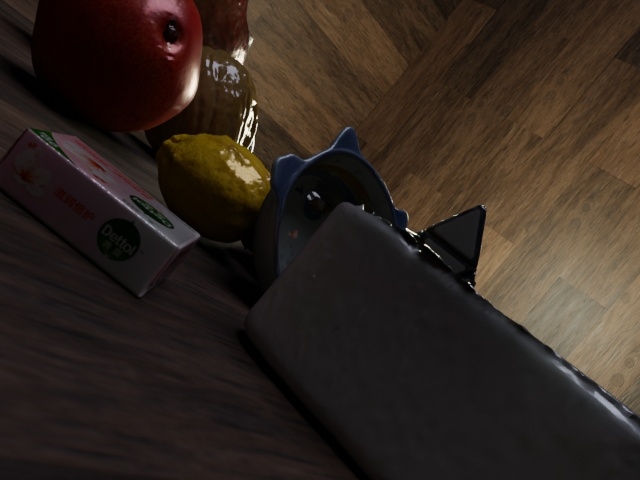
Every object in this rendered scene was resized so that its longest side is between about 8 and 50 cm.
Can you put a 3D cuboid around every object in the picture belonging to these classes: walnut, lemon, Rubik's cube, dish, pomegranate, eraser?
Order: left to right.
[{"bbox_3d":[-0.272,-0.250,0.869,0.221,0.221,0.256,37,-22,-30],"label":"pomegranate"},{"bbox_3d":[-0.202,-0.212,1.105,0.213,0.213,0.213,39,3,-3],"label":"walnut"},{"bbox_3d":[-0.120,-0.062,0.741,0.155,0.114,0.114,35,3,8],"label":"lemon"},{"bbox_3d":[0.000,0.000,0.724,0.086,0.228,0.236,3,-61,41],"label":"dish"},{"bbox_3d":[0.179,0.094,1.111,0.229,0.233,0.228,58,-22,-15],"label":"Rubik's cube"},{"bbox_3d":[0.128,0.142,0.497,0.331,0.150,0.331,39,1,-1],"label":"eraser"}]

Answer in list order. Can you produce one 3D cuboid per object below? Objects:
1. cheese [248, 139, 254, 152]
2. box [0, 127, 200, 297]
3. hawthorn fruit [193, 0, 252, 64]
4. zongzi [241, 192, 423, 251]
[{"bbox_3d":[-0.165,-0.167,1.241,0.042,0.191,0.105,-13,41,-39],"label":"cheese"},{"bbox_3d":[-0.151,-0.021,0.461,0.125,0.043,0.089,39,4,-6],"label":"box"},{"bbox_3d":[-0.343,-0.433,1.271,0.403,0.403,0.403,39,3,-3],"label":"hawthorn fruit"},{"bbox_3d":[-0.044,-0.012,0.958,0.317,0.154,0.289,15,-13,48],"label":"zongzi"}]
